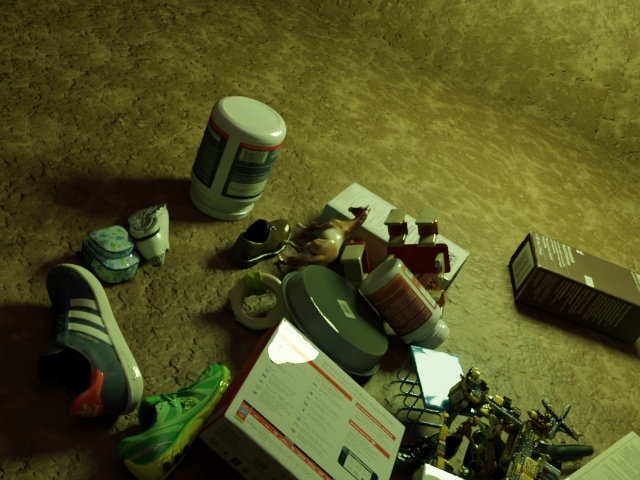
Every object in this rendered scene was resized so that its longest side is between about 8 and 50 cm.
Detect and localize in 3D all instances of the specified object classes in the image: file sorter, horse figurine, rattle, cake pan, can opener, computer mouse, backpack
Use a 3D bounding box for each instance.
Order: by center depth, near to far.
[{"bbox_3d":[0.287,0.486,1.597,0.184,0.060,0.262,22,44,-13],"label":"computer mouse"},{"bbox_3d":[-0.445,0.030,1.723,0.105,0.084,0.114,-21,58,-44],"label":"backpack"},{"bbox_3d":[0.241,0.331,1.735,0.118,0.104,0.170,15,35,-18],"label":"file sorter"},{"bbox_3d":[0.041,0.167,1.785,0.293,0.054,0.293,38,22,-19],"label":"cake pan"},{"bbox_3d":[0.531,0.471,1.789,0.186,0.073,0.059,1,1,-37],"label":"can opener"},{"bbox_3d":[-0.114,0.167,1.800,0.200,0.143,0.130,45,68,3],"label":"rattle"},{"bbox_3d":[0.000,0.000,1.987,0.175,0.066,0.263,5,35,30],"label":"horse figurine"}]

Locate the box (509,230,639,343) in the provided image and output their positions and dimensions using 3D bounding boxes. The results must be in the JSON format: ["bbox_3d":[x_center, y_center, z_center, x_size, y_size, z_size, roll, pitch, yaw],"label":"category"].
[{"bbox_3d":[0.749,0.135,2.317,0.381,0.143,0.191,22,33,-9],"label":"box"}]

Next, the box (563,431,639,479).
[{"bbox_3d":[0.603,0.532,1.678,0.311,0.121,0.148,-11,48,-43],"label":"box"}]

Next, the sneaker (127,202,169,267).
[{"bbox_3d":[-0.383,-0.017,1.840,0.090,0.094,0.235,-21,21,4],"label":"sneaker"}]

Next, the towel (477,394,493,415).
[{"bbox_3d":[0.370,0.368,1.854,0.083,0.009,0.060,-15,50,-45],"label":"towel"}]

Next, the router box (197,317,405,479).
[{"bbox_3d":[-0.018,0.349,1.469,0.335,0.082,0.301,43,32,-6],"label":"router box"}]

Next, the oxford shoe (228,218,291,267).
[{"bbox_3d":[-0.131,-0.012,1.980,0.083,0.096,0.227,32,32,13],"label":"oxford shoe"}]

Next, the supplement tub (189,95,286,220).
[{"bbox_3d":[-0.214,-0.206,2.030,0.191,0.272,0.191,18,34,-12],"label":"supplement tub"}]

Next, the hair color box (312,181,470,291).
[{"bbox_3d":[0.189,0.009,2.144,0.374,0.113,0.185,32,34,12],"label":"hair color box"}]

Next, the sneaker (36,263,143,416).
[{"bbox_3d":[-0.458,0.175,1.469,0.148,0.131,0.350,-6,43,-41],"label":"sneaker"}]

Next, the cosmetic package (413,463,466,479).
[{"bbox_3d":[0.274,0.544,1.297,0.377,0.284,0.097,24,31,-3],"label":"cosmetic package"}]

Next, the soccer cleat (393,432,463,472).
[{"bbox_3d":[0.209,0.420,1.618,0.179,0.072,0.060,-3,42,-36],"label":"soccer cleat"}]

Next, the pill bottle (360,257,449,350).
[{"bbox_3d":[0.202,0.157,1.887,0.216,0.121,0.121,50,32,-11],"label":"pill bottle"}]

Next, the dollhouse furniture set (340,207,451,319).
[{"bbox_3d":[0.189,0.047,1.986,0.259,0.262,0.135,-1,26,18],"label":"dollhouse furniture set"}]

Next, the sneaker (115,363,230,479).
[{"bbox_3d":[-0.256,0.303,1.442,0.123,0.109,0.295,33,34,5],"label":"sneaker"}]

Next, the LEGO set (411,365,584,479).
[{"bbox_3d":[0.339,0.383,1.518,0.255,0.192,0.331,41,48,4],"label":"LEGO set"}]
